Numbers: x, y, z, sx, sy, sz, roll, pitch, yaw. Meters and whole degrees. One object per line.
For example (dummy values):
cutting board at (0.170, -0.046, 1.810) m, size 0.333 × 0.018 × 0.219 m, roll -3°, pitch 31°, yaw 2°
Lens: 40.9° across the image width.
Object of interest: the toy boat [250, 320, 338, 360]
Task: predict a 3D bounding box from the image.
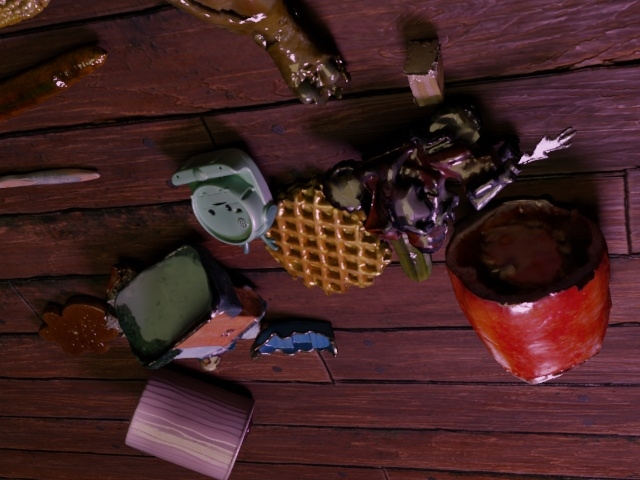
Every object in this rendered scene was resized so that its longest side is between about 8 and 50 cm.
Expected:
toy boat at (-0.055, 0.220, 1.814) m, size 0.186 × 0.077 × 0.075 m, roll 0°, pitch 138°, yaw 7°

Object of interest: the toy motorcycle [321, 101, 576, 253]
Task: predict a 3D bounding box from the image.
toy motorcycle at (0.202, -0.101, 1.319) m, size 0.401 × 0.134 × 0.207 m, roll -28°, pitch 102°, yaw 27°

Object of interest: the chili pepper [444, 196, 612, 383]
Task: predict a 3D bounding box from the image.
chili pepper at (0.368, 0.086, 1.465) m, size 0.251 × 0.229 × 0.305 m, roll -30°, pitch 142°, yaw 5°

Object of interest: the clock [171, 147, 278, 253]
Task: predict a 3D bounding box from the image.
clock at (-0.153, -0.058, 1.509) m, size 0.159 × 0.066 × 0.211 m, roll -9°, pitch 121°, yaw 40°

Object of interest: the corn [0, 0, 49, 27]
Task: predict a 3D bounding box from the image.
corn at (-0.524, -0.357, 1.313) m, size 0.288 × 0.086 × 0.086 m, roll -9°, pitch 134°, yaw 30°

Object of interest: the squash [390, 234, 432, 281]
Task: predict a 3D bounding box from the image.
squash at (0.148, -0.013, 1.505) m, size 0.066 × 0.066 × 0.229 m, roll -4°, pitch 137°, yaw 22°

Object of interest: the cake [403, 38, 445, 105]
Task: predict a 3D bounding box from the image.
cake at (0.159, -0.241, 1.267) m, size 0.052 × 0.065 × 0.121 m, roll 2°, pitch 161°, yaw 16°

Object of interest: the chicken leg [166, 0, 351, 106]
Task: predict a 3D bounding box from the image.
chicken leg at (-0.098, -0.317, 1.155) m, size 0.153 × 0.201 × 0.429 m, roll -23°, pitch 141°, yaw 25°

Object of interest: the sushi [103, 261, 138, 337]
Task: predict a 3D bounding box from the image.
sushi at (-0.411, 0.137, 1.836) m, size 0.097 × 0.103 × 0.226 m, roll 6°, pitch 144°, yaw -13°

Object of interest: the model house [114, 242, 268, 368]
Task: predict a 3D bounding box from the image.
model house at (-0.227, 0.146, 1.758) m, size 0.253 × 0.184 × 0.291 m, roll -39°, pitch 150°, yaw 23°

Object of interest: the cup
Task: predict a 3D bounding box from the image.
cup at (-0.307, 0.430, 2.091) m, size 0.273 × 0.288 × 0.208 m, roll 20°, pitch 104°, yaw -4°

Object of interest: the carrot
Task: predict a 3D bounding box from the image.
carrot at (-0.468, -0.263, 1.427) m, size 0.314 × 0.066 × 0.066 m, roll -17°, pitch 130°, yaw 29°

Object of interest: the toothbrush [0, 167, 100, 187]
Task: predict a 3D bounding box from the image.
toothbrush at (-0.588, -0.116, 1.654) m, size 0.375 × 0.037 × 0.028 m, roll -3°, pitch 139°, yaw 18°

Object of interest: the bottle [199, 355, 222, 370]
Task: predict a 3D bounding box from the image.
bottle at (-0.248, 0.254, 1.954) m, size 0.063 × 0.047 × 0.101 m, roll 26°, pitch 139°, yaw 4°

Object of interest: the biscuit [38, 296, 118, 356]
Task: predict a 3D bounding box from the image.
biscuit at (-0.555, 0.199, 1.998) m, size 0.236 × 0.039 × 0.180 m, roll -28°, pitch 121°, yaw 39°

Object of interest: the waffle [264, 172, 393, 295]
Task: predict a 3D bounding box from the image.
waffle at (-0.001, 0.001, 1.563) m, size 0.254 × 0.052 × 0.245 m, roll 43°, pitch 136°, yaw -18°
